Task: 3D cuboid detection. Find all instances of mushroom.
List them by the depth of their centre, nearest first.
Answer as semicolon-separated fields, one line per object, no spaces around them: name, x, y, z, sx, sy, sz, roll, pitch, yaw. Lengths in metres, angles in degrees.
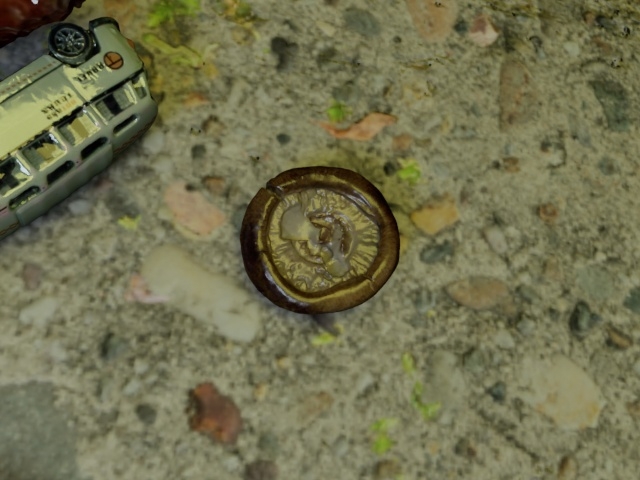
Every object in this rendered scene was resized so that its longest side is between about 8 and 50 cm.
mushroom;0.000;0.000;0.503;0.123;0.052;0.123;2;75;-8

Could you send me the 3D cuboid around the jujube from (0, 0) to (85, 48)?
jujube;-0.257;-0.194;0.422;0.237;0.168;0.168;9;68;14

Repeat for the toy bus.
toy bus;-0.198;-0.072;0.458;0.194;0.087;0.089;-43;94;-24
